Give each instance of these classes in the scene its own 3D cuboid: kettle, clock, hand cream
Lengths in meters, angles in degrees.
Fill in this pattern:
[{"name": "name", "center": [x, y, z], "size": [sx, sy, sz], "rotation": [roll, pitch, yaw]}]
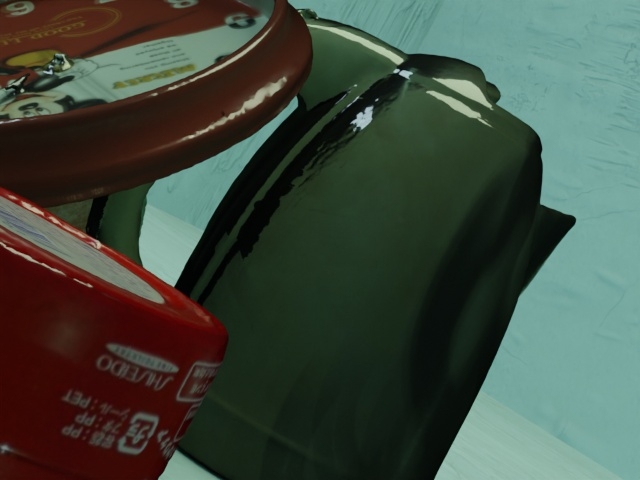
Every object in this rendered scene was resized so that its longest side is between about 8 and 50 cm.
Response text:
[{"name": "kettle", "center": [0.000, 0.000, 0.919], "size": [0.321, 0.324, 0.228], "rotation": [29, 1, -9]}, {"name": "clock", "center": [-0.162, -0.102, 0.803], "size": [0.319, 0.080, 0.318], "rotation": [-4, 31, 2]}, {"name": "hand cream", "center": [-0.143, 0.046, 0.523], "size": [0.193, 0.125, 0.193], "rotation": [29, -1, 1]}]

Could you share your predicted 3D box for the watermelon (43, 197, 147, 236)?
[{"name": "watermelon", "center": [-0.301, -0.070, 1.189], "size": [0.264, 0.151, 0.302], "rotation": [30, 1, 29]}]
